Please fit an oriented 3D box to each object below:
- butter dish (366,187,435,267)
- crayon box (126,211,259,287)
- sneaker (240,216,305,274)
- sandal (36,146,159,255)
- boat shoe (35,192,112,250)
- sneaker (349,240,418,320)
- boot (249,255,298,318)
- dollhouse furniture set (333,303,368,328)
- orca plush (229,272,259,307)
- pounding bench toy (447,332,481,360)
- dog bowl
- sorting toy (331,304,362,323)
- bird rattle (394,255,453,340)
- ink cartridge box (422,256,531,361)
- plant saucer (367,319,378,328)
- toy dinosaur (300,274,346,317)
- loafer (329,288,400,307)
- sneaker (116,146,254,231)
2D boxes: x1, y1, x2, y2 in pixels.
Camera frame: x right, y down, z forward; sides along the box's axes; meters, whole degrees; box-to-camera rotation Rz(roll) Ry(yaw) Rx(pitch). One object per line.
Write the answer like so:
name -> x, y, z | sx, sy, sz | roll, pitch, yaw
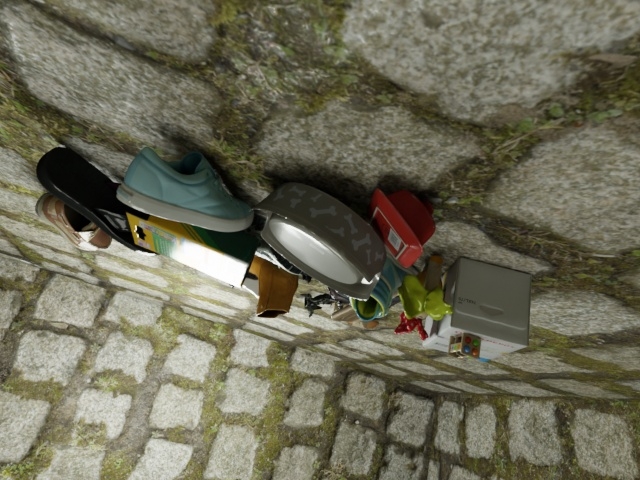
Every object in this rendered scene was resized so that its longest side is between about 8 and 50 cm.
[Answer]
butter dish -> 0.186, -0.043, 0.910 | 0.160, 0.118, 0.160 | 56, 168, 14
crayon box -> -0.336, 0.003, 1.158 | 0.322, 0.083, 0.203 | 23, 152, -6
sneaker -> -0.146, 0.009, 1.273 | 0.282, 0.110, 0.122 | 32, 165, -20
sandal -> -0.548, -0.092, 1.200 | 0.106, 0.168, 0.446 | -17, 145, 23
boat shoe -> -0.843, -0.050, 1.525 | 0.116, 0.123, 0.324 | 6, 157, 16
sneaker -> 0.178, 0.147, 1.221 | 0.127, 0.209, 0.319 | -6, 150, 38
boot -> -0.191, 0.159, 1.476 | 0.294, 0.212, 0.104 | -9, 147, 45
dollhouse furniture set -> 0.132, 0.253, 1.733 | 0.143, 0.123, 0.151 | 12, -168, 7
orca plush -> -0.228, 0.192, 1.727 | 0.286, 0.151, 0.102 | 2, -174, 21
pounding bench toy -> 0.373, 0.270, 1.074 | 0.083, 0.052, 0.065 | 22, 155, -12
dog bowl -> 0.000, 0.000, 1.012 | 0.348, 0.102, 0.349 | 31, 163, 11
sorting toy -> 0.154, 0.241, 1.546 | 0.192, 0.038, 0.208 | -29, 155, 16
bird rattle -> 0.289, 0.155, 1.166 | 0.142, 0.207, 0.254 | 14, 157, 17
ink cartridge box -> 0.427, 0.202, 1.203 | 0.197, 0.197, 0.270 | 14, 157, 3
plant saucer -> 0.153, 0.349, 1.878 | 0.199, 0.037, 0.200 | 13, 170, 2
toy dinosaur -> 0.050, 0.137, 1.418 | 0.218, 0.165, 0.322 | -9, 135, 10
loafer -> 0.142, 0.177, 1.329 | 0.302, 0.109, 0.095 | 7, 128, -39
sneaker -> -0.268, -0.118, 0.998 | 0.135, 0.150, 0.365 | 35, -167, 29
